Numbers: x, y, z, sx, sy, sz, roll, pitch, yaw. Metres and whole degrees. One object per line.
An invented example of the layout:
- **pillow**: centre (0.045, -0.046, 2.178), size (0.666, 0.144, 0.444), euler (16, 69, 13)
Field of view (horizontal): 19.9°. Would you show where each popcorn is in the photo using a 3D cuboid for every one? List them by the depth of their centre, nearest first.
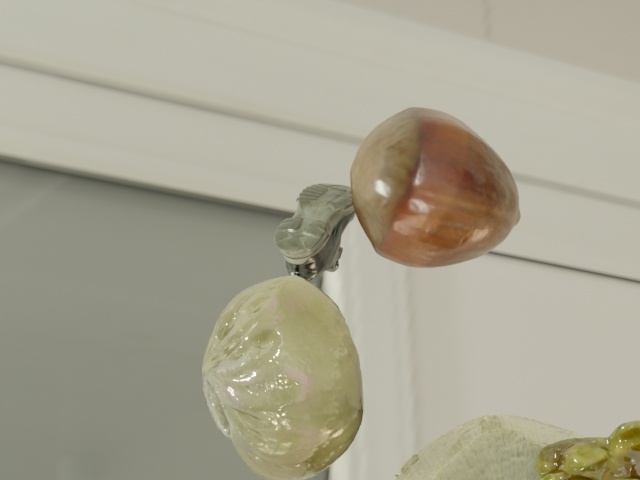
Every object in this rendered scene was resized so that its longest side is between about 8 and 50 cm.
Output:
- **popcorn**: centre (0.258, 0.267, 1.630), size (0.156, 0.197, 0.198), euler (72, 178, -49)

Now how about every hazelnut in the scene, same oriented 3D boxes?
- **hazelnut**: centre (0.137, -0.060, 2.141), size (0.214, 0.214, 0.176), euler (-114, 34, -43)

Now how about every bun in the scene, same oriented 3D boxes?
- **bun**: centre (-0.048, 0.138, 1.728), size (0.178, 0.127, 0.193), euler (63, 150, 26)

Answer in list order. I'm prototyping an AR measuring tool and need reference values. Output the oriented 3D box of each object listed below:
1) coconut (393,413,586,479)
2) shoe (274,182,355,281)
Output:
- **coconut**: centre (0.208, 0.357, 1.945), size (0.360, 0.346, 0.346), euler (84, -170, -78)
- **shoe**: centre (0.000, 0.000, 2.256), size (0.071, 0.169, 0.099), euler (11, 127, 24)
